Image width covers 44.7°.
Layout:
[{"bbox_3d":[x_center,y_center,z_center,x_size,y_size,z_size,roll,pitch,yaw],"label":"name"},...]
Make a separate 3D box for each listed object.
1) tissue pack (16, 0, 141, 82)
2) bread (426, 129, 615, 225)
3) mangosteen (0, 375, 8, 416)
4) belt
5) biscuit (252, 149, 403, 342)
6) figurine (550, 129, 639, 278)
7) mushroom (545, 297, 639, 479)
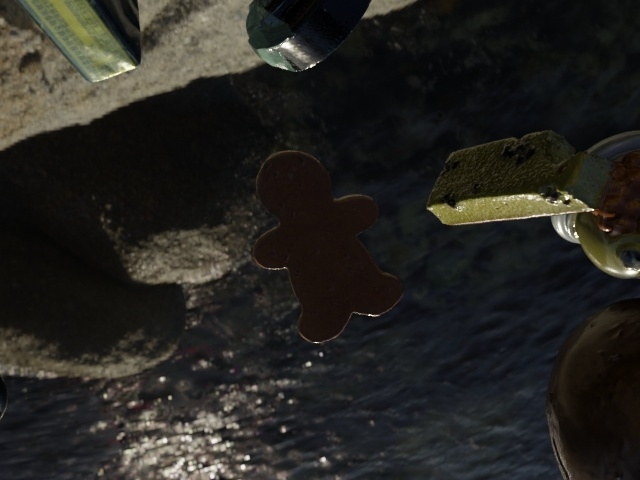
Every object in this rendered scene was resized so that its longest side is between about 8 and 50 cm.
[{"bbox_3d":[-0.273,-0.305,0.764,0.081,0.185,0.257,-20,145,9],"label":"tissue pack"},{"bbox_3d":[0.198,-0.064,0.787,0.049,0.226,0.088,37,71,-21],"label":"bread"},{"bbox_3d":[-0.533,0.255,1.158,0.137,0.151,0.137,-18,136,-18],"label":"mangosteen"},{"bbox_3d":[-0.015,-0.312,0.992,0.078,0.151,0.198,26,103,-44],"label":"belt"},{"bbox_3d":[0.000,0.000,0.966,0.166,0.036,0.250,-26,110,5],"label":"biscuit"},{"bbox_3d":[0.456,0.040,1.110,0.225,0.381,0.205,0,166,-32],"label":"figurine"},{"bbox_3d":[0.449,0.246,0.931,0.357,0.331,0.334,11,104,17],"label":"mushroom"}]
